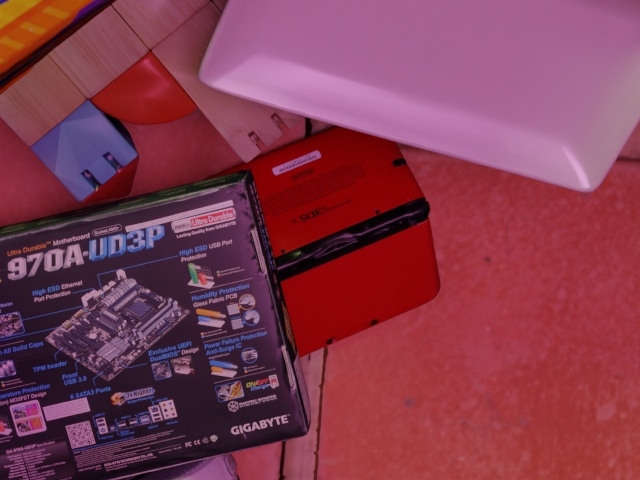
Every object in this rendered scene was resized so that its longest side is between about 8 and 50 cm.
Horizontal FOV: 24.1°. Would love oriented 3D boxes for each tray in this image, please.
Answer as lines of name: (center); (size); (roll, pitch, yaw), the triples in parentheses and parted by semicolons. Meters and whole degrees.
tray: (0.076, -0.121, 0.891); (0.270, 0.030, 0.145); (14, 128, -17)

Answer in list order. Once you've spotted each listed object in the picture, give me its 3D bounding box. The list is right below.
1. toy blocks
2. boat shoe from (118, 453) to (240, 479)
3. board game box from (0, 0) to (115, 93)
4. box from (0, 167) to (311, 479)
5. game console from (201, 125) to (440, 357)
toy blocks: (-0.083, -0.170, 0.938); (0.381, 0.191, 0.261); (-38, 114, 3)
boat shoe: (-0.179, 0.235, 0.986); (0.302, 0.109, 0.094); (-25, 105, -14)
board game box: (-0.354, -0.131, 0.639); (0.356, 0.356, 0.356); (-42, 102, -32)
box: (-0.131, 0.064, 0.976); (0.220, 0.051, 0.175); (-14, 101, 3)
game console: (0.000, 0.000, 1.053); (0.144, 0.085, 0.124); (-23, 71, -12)
